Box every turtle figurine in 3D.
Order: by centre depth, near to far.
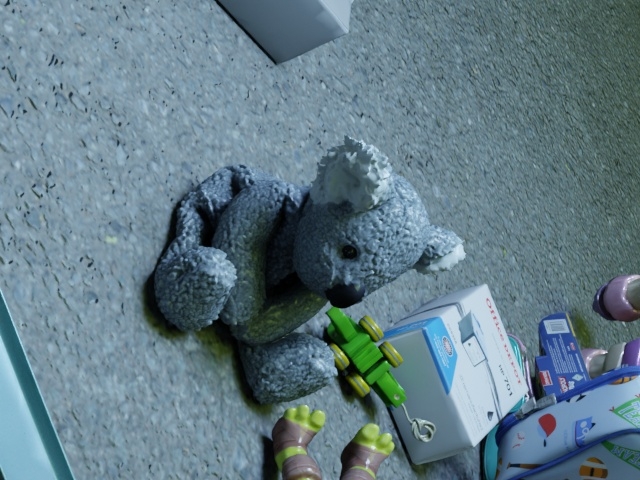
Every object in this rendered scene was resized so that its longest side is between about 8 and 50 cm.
[{"bbox_3d":[0.020,0.246,1.161,0.217,0.269,0.087,-87,-174,-56],"label":"turtle figurine"}]

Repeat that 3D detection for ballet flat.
[{"bbox_3d":[0.226,0.218,1.615,0.079,0.077,0.221,60,24,-57],"label":"ballet flat"}]

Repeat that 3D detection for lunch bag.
[{"bbox_3d":[0.334,0.262,1.474,0.303,0.243,0.115,38,41,-25],"label":"lunch bag"}]

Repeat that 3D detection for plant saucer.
[{"bbox_3d":[-0.228,0.106,0.971,0.067,0.018,0.192,-23,93,-61],"label":"plant saucer"}]

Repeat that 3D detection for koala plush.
[{"bbox_3d":[0.000,0.000,1.210,0.196,0.221,0.203,44,38,-37],"label":"koala plush"}]

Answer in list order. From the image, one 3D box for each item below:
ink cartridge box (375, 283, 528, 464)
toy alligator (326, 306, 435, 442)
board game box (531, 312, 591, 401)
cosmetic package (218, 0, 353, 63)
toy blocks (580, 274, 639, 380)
[{"bbox_3d":[0.142,0.141,1.503,0.191,0.082,0.139,-27,95,-59],"label":"ink cartridge box"},{"bbox_3d":[0.054,0.132,1.396,0.189,0.056,0.051,54,-8,-26],"label":"toy alligator"},{"bbox_3d":[0.290,0.221,1.674,0.194,0.060,0.194,-93,179,-62],"label":"board game box"},{"bbox_3d":[-0.068,-0.311,1.420,0.238,0.107,0.127,48,35,-38],"label":"cosmetic package"},{"bbox_3d":[0.463,0.233,1.886,0.288,0.260,0.309,26,70,-13],"label":"toy blocks"}]
